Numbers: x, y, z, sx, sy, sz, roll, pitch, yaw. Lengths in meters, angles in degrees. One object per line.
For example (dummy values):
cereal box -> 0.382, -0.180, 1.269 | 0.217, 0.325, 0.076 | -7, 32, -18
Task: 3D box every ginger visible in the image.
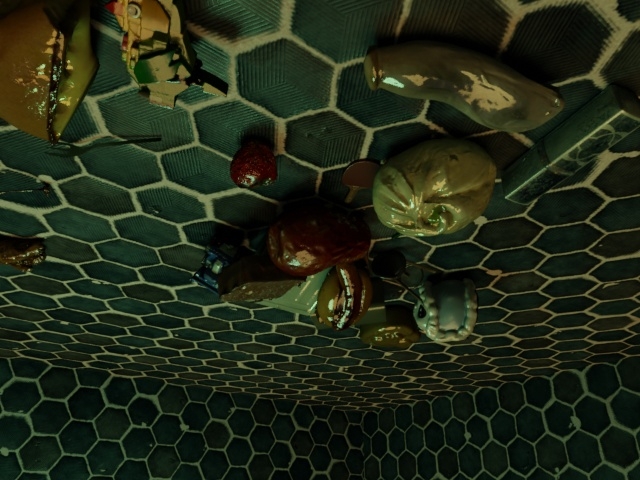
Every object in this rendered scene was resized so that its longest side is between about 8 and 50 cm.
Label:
ginger -> -0.847, 0.044, 1.384 | 0.162, 0.073, 0.103 | 0, 152, -1

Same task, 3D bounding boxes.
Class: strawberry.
strawberry -> -0.138, -0.155, 1.006 | 0.106, 0.106, 0.106 | 0, 151, 0

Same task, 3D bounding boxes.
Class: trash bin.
trash bin -> 0.092, 0.209, 1.620 | 0.241, 0.122, 0.164 | -5, 151, 6

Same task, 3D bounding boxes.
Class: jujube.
jujube -> 0.000, 0.000, 1.194 | 0.255, 0.189, 0.190 | 2, 153, -26

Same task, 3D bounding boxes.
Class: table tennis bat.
table tennis bat -> 0.086, -0.133, 1.115 | 0.087, 0.013, 0.156 | 6, 149, -14

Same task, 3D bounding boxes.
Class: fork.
fork -> -0.438, -0.190, 1.001 | 0.235, 0.039, 0.021 | -3, 155, 0

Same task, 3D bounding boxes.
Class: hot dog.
hot dog -> 0.060, 0.154, 1.387 | 0.194, 0.107, 0.326 | -13, 133, -3

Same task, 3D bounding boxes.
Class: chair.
chair -> 0.249, 0.091, 1.441 | 0.222, 0.104, 0.095 | 24, 118, -43

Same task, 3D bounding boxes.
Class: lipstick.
lipstick -> 0.480, -0.177, 0.961 | 0.078, 0.076, 0.289 | 14, 146, -19

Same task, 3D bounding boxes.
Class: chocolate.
chocolate -> -0.154, 0.092, 1.252 | 0.214, 0.093, 0.148 | 5, 149, -43

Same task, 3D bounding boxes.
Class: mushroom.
mushroom -> 0.238, -0.258, 0.809 | 0.352, 0.097, 0.109 | 12, 146, -12

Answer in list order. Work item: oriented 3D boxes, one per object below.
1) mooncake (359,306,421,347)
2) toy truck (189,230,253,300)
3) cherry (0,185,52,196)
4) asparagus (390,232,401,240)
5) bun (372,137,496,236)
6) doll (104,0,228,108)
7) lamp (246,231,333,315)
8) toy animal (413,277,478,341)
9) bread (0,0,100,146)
mooncake -> 0.254, 0.337, 1.850 | 0.235, 0.117, 0.234 | -2, 152, -1
toy truck -> -0.277, 0.080, 1.354 | 0.113, 0.126, 0.208 | 32, 146, -1
cherry -> -0.736, -0.108, 1.105 | 0.226, 0.090, 0.107 | 10, 139, -34
asparagus -> 0.235, -0.035, 1.284 | 0.013, 0.016, 0.166 | 45, 140, -6
bun -> 0.237, -0.090, 1.040 | 0.259, 0.159, 0.259 | -1, 153, -1
doll -> -0.233, -0.292, 0.738 | 0.134, 0.106, 0.186 | -10, 133, 8
lamp -> -0.078, 0.099, 1.413 | 0.267, 0.047, 0.269 | 17, 125, -24
toy animal -> 0.393, 0.201, 1.544 | 0.204, 0.208, 0.155 | -3, 111, 13
bread -> -0.404, -0.264, 0.696 | 0.163, 0.204, 0.262 | 10, 146, -22
